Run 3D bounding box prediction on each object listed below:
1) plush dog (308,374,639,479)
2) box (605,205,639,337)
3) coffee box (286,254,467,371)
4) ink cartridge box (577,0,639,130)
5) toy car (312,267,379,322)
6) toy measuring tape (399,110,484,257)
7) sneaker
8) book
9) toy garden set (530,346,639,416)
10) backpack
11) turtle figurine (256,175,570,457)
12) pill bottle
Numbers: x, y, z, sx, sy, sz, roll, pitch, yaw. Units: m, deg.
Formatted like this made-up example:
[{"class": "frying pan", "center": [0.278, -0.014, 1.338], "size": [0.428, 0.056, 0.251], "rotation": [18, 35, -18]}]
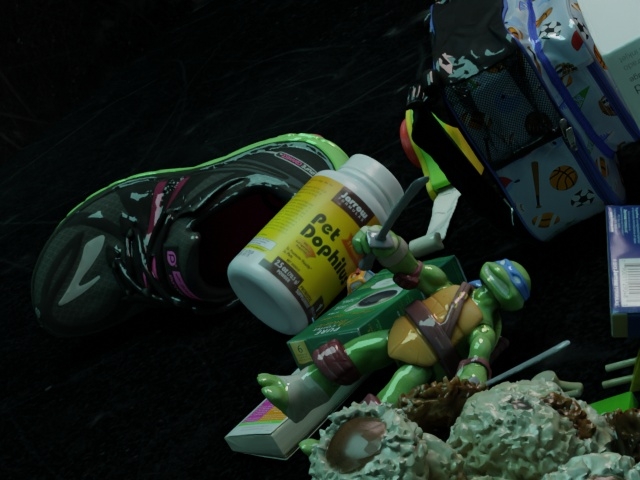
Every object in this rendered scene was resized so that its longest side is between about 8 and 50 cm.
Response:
[{"class": "plush dog", "center": [0.146, 0.193, 1.385], "size": [0.262, 0.210, 0.225], "rotation": [10, 38, 24]}, {"class": "box", "center": [0.360, 0.022, 1.571], "size": [0.225, 0.036, 0.136], "rotation": [-2, 44, 9]}, {"class": "coffee box", "center": [0.061, 0.078, 1.962], "size": [0.113, 0.040, 0.184], "rotation": [-13, 16, 43]}, {"class": "ink cartridge box", "center": [0.390, -0.134, 1.686], "size": [0.198, 0.270, 0.197], "rotation": [-28, 21, 12]}, {"class": "toy car", "center": [0.033, 0.071, 2.061], "size": [0.060, 0.040, 0.122], "rotation": [-15, 25, 39]}, {"class": "toy measuring tape", "center": [0.141, -0.106, 2.223], "size": [0.121, 0.121, 0.330], "rotation": [-21, 22, 28]}, {"class": "sneaker", "center": [-0.182, 0.005, 2.333], "size": [0.483, 0.185, 0.202], "rotation": [-25, 17, 22]}, {"class": "book", "center": [-0.024, 0.170, 1.925], "size": [0.144, 0.035, 0.096], "rotation": [-41, 21, -30]}, {"class": "toy garden set", "center": [0.223, 0.165, 1.552], "size": [0.244, 0.049, 0.204], "rotation": [-22, 23, 26]}, {"class": "backpack", "center": [0.232, -0.141, 1.955], "size": [0.213, 0.263, 0.276], "rotation": [-19, 25, 19]}, {"class": "turtle figurine", "center": [0.067, 0.089, 1.707], "size": [0.266, 0.198, 0.275], "rotation": [-40, 0, 5]}, {"class": "pill bottle", "center": [0.000, 0.000, 2.140], "size": [0.215, 0.117, 0.117], "rotation": [-47, 24, -21]}]
